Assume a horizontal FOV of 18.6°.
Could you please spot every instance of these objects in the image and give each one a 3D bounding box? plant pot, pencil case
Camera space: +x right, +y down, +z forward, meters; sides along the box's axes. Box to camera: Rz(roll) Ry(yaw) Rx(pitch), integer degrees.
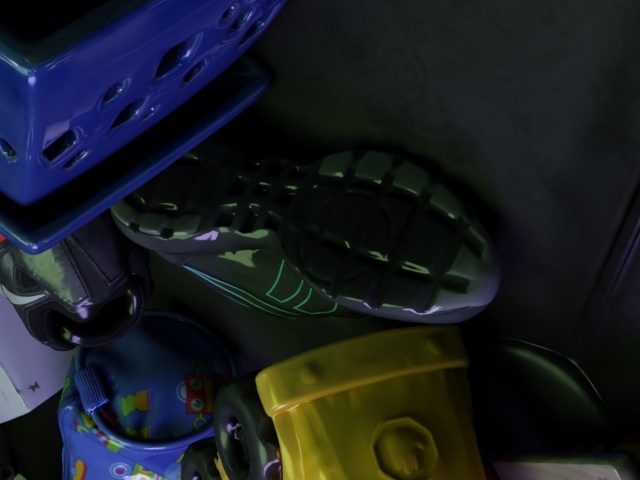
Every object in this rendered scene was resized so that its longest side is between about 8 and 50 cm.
[{"bbox_3d":[-0.160,-0.146,1.120,0.236,0.236,0.212,39,148,19],"label":"plant pot"},{"bbox_3d":[-0.141,0.187,1.450,0.119,0.133,0.306,61,151,35],"label":"pencil case"}]

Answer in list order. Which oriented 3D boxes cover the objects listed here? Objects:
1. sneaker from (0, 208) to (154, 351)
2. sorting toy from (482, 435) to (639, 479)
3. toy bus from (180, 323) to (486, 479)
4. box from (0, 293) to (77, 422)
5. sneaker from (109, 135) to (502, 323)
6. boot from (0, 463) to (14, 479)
[{"bbox_3d":[-0.179,0.015,1.326,0.135,0.098,0.276,55,167,-1],"label":"sneaker"},{"bbox_3d":[0.174,0.172,1.139,0.132,0.046,0.274,60,156,-8],"label":"sorting toy"},{"bbox_3d":[0.026,0.182,1.184,0.211,0.149,0.220,67,153,20],"label":"toy bus"},{"bbox_3d":[-0.261,0.071,1.523,0.170,0.091,0.130,-23,100,54],"label":"box"},{"bbox_3d":[0.000,0.000,1.192,0.267,0.101,0.106,16,158,34],"label":"sneaker"},{"bbox_3d":[-0.260,0.216,1.544,0.112,0.305,0.115,18,91,27],"label":"boot"}]
